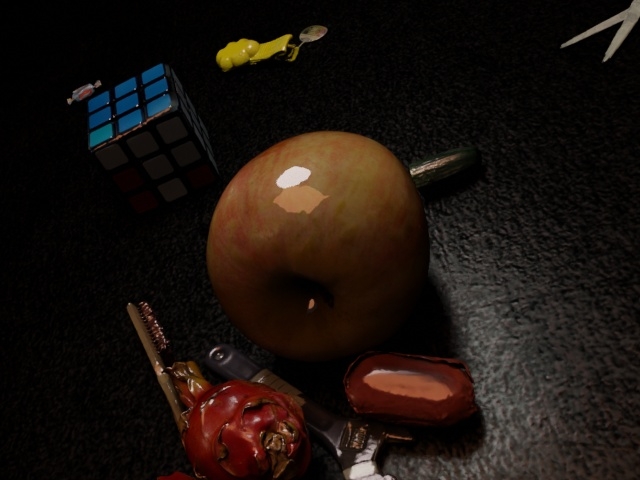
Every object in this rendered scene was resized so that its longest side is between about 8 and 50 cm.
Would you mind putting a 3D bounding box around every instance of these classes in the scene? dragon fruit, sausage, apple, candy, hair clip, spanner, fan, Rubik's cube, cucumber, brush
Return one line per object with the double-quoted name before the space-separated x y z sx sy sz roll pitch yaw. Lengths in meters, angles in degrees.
"dragon fruit" -0.103 0.192 0.728 0.125 0.125 0.246 -2 21 -44
"sausage" 0.095 0.158 0.710 0.141 0.076 0.076 2 51 13
"apple" 0.000 0.000 0.776 0.256 0.257 0.234 -13 35 14
"candy" -0.517 -0.325 1.466 0.083 0.020 0.030 -31 45 -2
"hair clip" -0.131 -0.362 1.304 0.173 0.046 0.072 3 57 27
"spanner" -0.027 0.189 0.780 0.315 0.024 0.087 23 61 39
"fan" -0.025 -0.404 1.324 0.080 0.003 0.060 -29 44 -2
"Rubik's cube" -0.281 -0.169 1.118 0.162 0.163 0.161 -23 45 1
"cucumber" 0.177 -0.100 0.929 0.105 0.048 0.048 -19 45 5
"brush" -0.198 0.165 0.863 0.036 0.043 0.248 -28 45 -11

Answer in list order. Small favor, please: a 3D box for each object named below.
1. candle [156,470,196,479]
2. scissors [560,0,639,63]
"candle" -0.055 0.300 0.666 0.301 0.059 0.084 4 62 27
"scissors" 0.489 -0.357 1.038 0.247 0.017 0.144 -39 45 -10
